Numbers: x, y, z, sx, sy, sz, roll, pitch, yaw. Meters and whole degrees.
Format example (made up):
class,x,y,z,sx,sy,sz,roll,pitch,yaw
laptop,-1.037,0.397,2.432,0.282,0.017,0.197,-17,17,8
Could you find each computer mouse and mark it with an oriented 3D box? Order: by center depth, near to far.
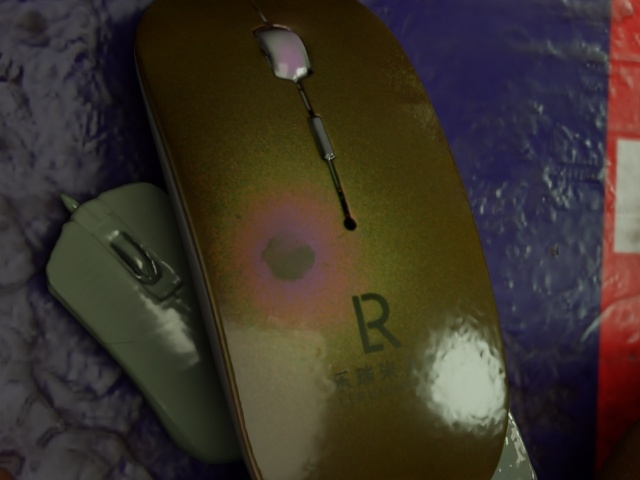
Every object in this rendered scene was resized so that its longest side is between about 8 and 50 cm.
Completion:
class,x,y,z,sx,sy,sz,roll,pitch,yaw
computer mouse,0.000,0.000,0.891,0.158,0.072,0.310,-9,75,-28
computer mouse,-0.074,0.041,0.916,0.089,0.056,0.181,-45,105,-21

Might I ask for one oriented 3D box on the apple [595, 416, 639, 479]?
class,x,y,z,sx,sy,sz,roll,pitch,yaw
apple,0.253,0.168,0.990,0.235,0.173,0.210,-30,106,-10

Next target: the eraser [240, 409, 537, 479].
class,x,y,z,sx,sy,sz,roll,pitch,yaw
eraser,-0.044,0.197,0.916,0.352,0.077,0.111,-24,100,-20
